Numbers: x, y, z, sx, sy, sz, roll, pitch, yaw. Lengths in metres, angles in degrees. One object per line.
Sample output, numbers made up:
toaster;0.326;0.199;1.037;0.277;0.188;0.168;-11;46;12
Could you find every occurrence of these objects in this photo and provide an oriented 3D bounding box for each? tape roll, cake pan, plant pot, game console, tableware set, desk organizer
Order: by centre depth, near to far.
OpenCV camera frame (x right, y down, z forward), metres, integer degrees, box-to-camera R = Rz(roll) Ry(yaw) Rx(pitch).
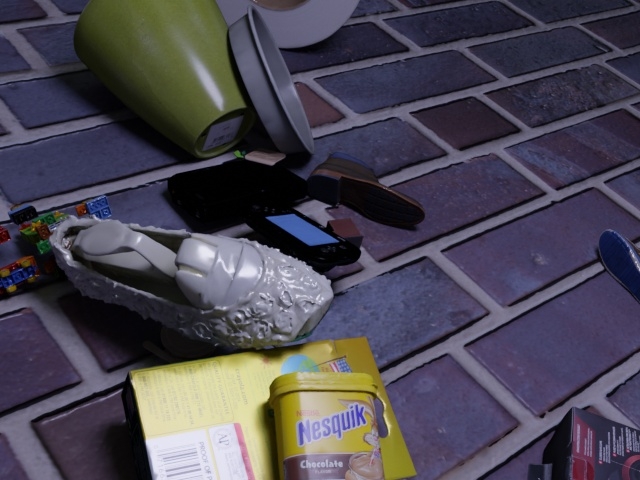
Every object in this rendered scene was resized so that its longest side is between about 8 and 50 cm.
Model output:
tableware set;-0.136;0.162;1.157;0.194;0.039;0.128;30;51;24
game console;-0.072;-0.046;1.356;0.213;0.044;0.361;-17;36;-38
desk organizer;0.000;0.000;1.385;0.130;0.047;0.050;-7;42;-25
plant pot;-0.249;-0.302;1.517;0.275;0.275;0.293;-24;71;-38
cake pan;-0.090;-0.284;1.536;0.054;0.293;0.293;-22;43;8
tape roll;-0.087;-0.603;1.790;0.392;0.392;0.072;17;40;1

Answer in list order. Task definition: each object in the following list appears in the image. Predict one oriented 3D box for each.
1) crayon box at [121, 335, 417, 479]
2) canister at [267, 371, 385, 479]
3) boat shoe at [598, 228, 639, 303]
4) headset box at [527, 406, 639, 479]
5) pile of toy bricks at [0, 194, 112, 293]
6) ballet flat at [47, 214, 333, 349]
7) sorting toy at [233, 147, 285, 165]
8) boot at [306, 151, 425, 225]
crayon box;-0.063;0.239;1.020;0.319;0.081;0.202;-5;59;-24
canister;0.011;0.242;0.951;0.126;0.073;0.170;4;58;-19
boat shoe;0.573;0.054;1.510;0.066;0.066;0.183;-7;54;-32
headset box;0.402;0.355;1.055;0.293;0.110;0.218;19;39;4
pile of toy bricks;-0.404;-0.010;1.227;0.212;0.118;0.105;-28;27;-31
ballet flat;-0.189;0.042;1.079;0.409;0.147;0.147;8;35;26
sorting toy;-0.111;-0.150;1.495;0.083;0.012;0.062;15;25;14
boot;0.092;-0.101;1.507;0.219;0.082;0.106;19;42;7
